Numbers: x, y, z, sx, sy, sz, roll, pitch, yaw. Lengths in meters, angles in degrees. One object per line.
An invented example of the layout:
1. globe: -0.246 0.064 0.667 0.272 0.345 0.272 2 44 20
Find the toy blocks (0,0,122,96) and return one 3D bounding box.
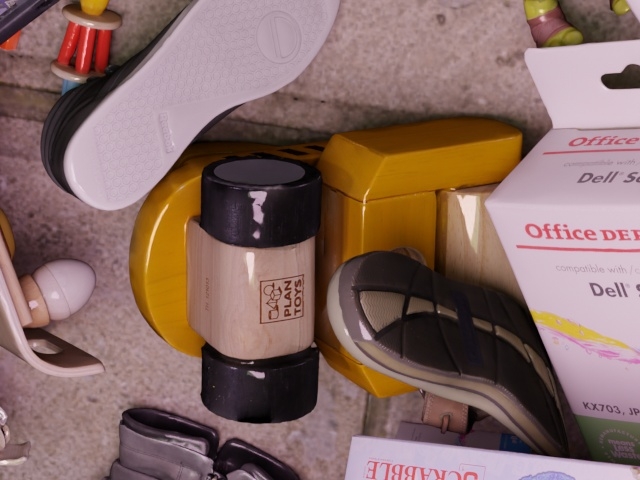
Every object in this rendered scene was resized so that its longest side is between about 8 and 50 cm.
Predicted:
1. toy blocks: -0.232 -0.180 1.459 0.123 0.054 0.148 17 110 3

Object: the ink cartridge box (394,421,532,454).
1. ink cartridge box: 0.123 0.215 1.529 0.122 0.052 0.088 6 108 6

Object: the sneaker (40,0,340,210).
1. sneaker: -0.118 -0.137 1.414 0.296 0.147 0.104 -44 112 -20

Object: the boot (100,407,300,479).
1. boot: -0.200 0.248 1.574 0.338 0.118 0.222 15 107 -7

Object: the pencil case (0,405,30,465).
1. pencil case: -0.416 0.050 1.499 0.183 0.160 0.410 -25 100 -6

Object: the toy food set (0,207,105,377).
1. toy food set: -0.273 -0.039 1.440 0.092 0.220 0.306 -22 104 -20

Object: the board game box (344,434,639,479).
1. board game box: 0.237 0.214 1.319 0.319 0.318 0.066 1 78 42

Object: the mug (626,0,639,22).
1. mug: 0.301 -0.343 1.211 0.328 0.276 0.374 -33 72 12

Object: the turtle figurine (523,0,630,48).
1. turtle figurine: 0.153 -0.254 1.345 0.269 0.087 0.217 -36 106 -15

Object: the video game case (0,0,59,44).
1. video game case: -0.250 -0.334 1.384 0.248 0.035 0.275 -33 83 17

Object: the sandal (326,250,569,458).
1. sandal: 0.095 0.092 1.319 0.086 0.120 0.303 -29 139 30

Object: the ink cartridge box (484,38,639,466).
1. ink cartridge box: 0.266 0.024 1.326 0.207 0.119 0.353 0 126 43

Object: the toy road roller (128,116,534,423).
1. toy road roller: 0.000 0.000 1.431 0.330 0.240 0.202 -9 111 -27
